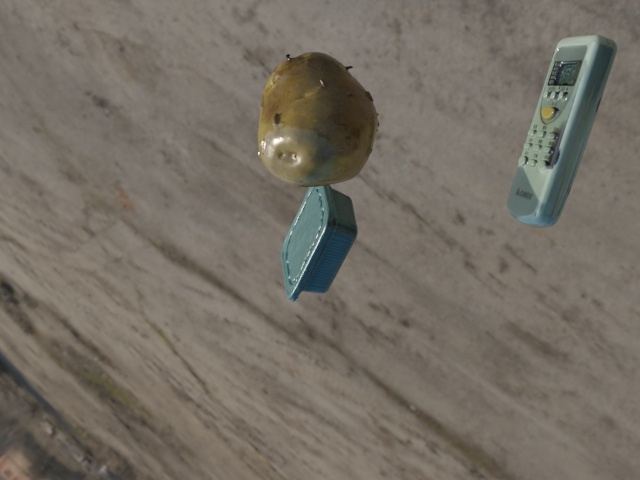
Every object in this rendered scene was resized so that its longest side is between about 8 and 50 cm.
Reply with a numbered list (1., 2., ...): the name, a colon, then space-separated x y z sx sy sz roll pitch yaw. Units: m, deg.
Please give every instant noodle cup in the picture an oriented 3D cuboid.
1. instant noodle cup: 0.000 0.000 1.413 0.070 0.157 0.179 18 120 -17

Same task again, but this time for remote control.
1. remote control: 0.361 -0.165 1.352 0.056 0.296 0.140 16 -173 -11

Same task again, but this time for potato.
1. potato: -0.004 -0.125 0.971 0.137 0.175 0.137 1 140 1
